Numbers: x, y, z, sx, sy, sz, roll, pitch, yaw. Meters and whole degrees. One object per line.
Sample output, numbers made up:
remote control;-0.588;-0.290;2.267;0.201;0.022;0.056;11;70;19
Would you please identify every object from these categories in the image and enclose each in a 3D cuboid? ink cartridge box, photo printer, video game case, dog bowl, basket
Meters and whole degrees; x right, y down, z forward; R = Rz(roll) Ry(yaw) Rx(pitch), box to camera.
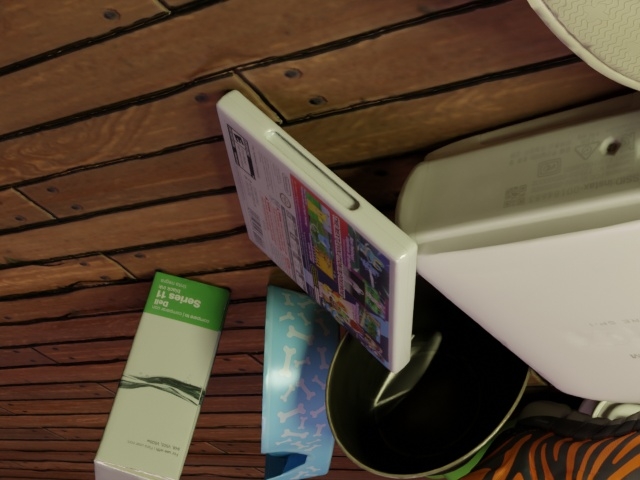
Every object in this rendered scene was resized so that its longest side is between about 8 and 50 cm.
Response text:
ink cartridge box;-0.166;0.162;0.994;0.086;0.208;0.153;16;152;-5
photo printer;0.240;0.028;0.679;0.256;0.107;0.307;-11;144;39
video game case;0.000;0.000;0.720;0.183;0.023;0.201;42;161;23
dog bowl;-0.023;0.158;0.988;0.074;0.166;0.297;1;152;-1
basket;0.103;0.148;0.905;0.154;0.204;0.227;39;167;18

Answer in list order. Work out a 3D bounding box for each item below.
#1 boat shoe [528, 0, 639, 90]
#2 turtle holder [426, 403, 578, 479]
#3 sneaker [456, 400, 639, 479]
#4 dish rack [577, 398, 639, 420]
boat shoe;0.188;-0.117;0.461;0.233;0.079;0.084;21;149;-20
turtle holder;0.258;0.316;1.072;0.320;0.243;0.227;-5;165;14
sneaker;0.222;0.234;0.783;0.125;0.180;0.321;56;157;-6
dish rack;0.401;0.283;0.885;0.332;0.286;0.072;5;168;17
